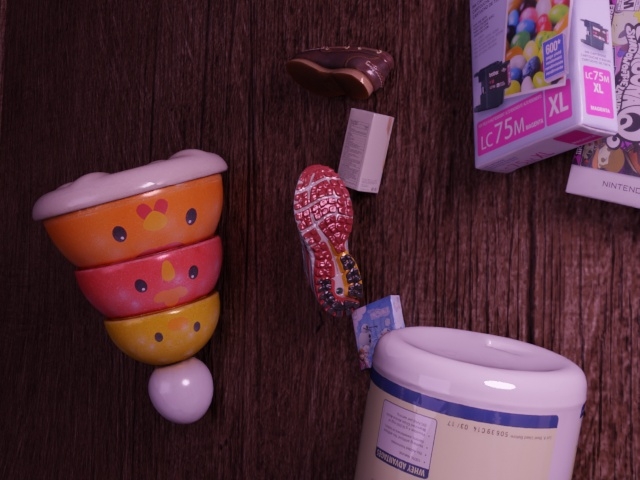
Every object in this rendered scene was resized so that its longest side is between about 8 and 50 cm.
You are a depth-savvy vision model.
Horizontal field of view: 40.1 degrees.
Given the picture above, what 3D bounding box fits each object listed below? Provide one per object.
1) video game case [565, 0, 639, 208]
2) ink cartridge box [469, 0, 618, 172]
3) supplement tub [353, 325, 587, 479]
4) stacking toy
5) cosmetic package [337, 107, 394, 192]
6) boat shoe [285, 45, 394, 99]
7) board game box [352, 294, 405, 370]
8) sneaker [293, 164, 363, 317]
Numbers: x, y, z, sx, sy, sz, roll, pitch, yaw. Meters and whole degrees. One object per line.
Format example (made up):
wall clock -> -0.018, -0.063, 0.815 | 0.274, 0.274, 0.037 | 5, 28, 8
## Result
video game case -> 0.367, -0.140, 0.896 | 0.210, 0.042, 0.232 | 22, 104, 51
ink cartridge box -> 0.248, -0.249, 1.013 | 0.186, 0.065, 0.311 | -21, 64, 61
supplement tub -> 0.154, 0.277, 0.978 | 0.235, 0.235, 0.324 | 16, 99, 52
stacking toy -> -0.284, 0.098, 1.582 | 0.351, 0.351, 0.479 | -8, 100, 52
cosmetic package -> 0.065, -0.132, 1.288 | 0.060, 0.041, 0.115 | 27, 108, 51
boat shoe -> 0.030, -0.261, 1.332 | 0.207, 0.073, 0.073 | 23, 67, 48
board game box -> 0.085, 0.133, 1.256 | 0.090, 0.020, 0.090 | -29, 63, 47
sneaker -> 0.000, 0.000, 1.303 | 0.093, 0.088, 0.225 | -175, 77, -74
